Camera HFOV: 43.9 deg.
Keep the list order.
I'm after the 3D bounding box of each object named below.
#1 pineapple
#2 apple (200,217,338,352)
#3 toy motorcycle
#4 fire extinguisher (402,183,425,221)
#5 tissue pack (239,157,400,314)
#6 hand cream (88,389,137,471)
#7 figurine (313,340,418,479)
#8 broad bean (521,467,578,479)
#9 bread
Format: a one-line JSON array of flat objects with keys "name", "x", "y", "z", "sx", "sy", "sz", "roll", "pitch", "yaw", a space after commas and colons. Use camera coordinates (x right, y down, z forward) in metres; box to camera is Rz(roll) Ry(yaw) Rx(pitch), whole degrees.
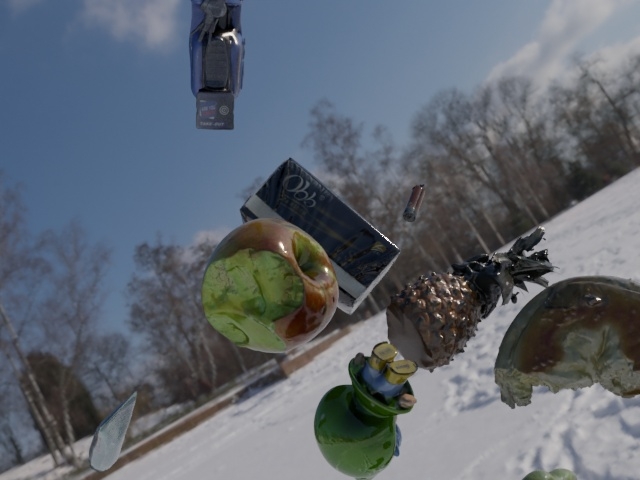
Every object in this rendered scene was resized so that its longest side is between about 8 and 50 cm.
[{"name": "pineapple", "x": 0.283, "y": 0.084, "z": 1.403, "sx": 0.364, "sy": 0.165, "sz": 0.165, "roll": -29, "pitch": -9, "yaw": -22}, {"name": "apple", "x": -0.097, "y": 0.090, "z": 1.424, "sx": 0.226, "sy": 0.246, "sz": 0.246, "roll": -37, "pitch": -11, "yaw": 25}, {"name": "toy motorcycle", "x": -0.220, "y": -0.433, "z": 1.703, "sx": 0.125, "sy": 0.359, "sz": 0.213, "roll": 0, "pitch": 23, "yaw": -8}, {"name": "fire extinguisher", "x": 0.151, "y": -0.064, "z": 1.282, "sx": 0.028, "sy": 0.022, "sz": 0.083, "roll": -38, "pitch": 20, "yaw": 45}, {"name": "tissue pack", "x": 0.000, "y": 0.000, "z": 1.943, "sx": 0.198, "sy": 0.370, "sz": 0.210, "roll": -47, "pitch": -7, "yaw": -14}, {"name": "hand cream", "x": -0.377, "y": 0.356, "z": 1.432, "sx": 0.085, "sy": 0.058, "sz": 0.331, "roll": -43, "pitch": -5, "yaw": -34}, {"name": "figurine", "x": 0.076, "y": 0.283, "z": 1.310, "sx": 0.143, "sy": 0.162, "sz": 0.263, "roll": -26, "pitch": -35, "yaw": -46}, {"name": "broad bean", "x": 0.427, "y": 0.509, "z": 1.506, "sx": 0.228, "sy": 0.100, "sz": 0.169, "roll": 14, "pitch": -73, "yaw": -54}, {"name": "bread", "x": 0.432, "y": 0.156, "z": 1.271, "sx": 0.314, "sy": 0.192, "sz": 0.171, "roll": -13, "pitch": -27, "yaw": 22}]
